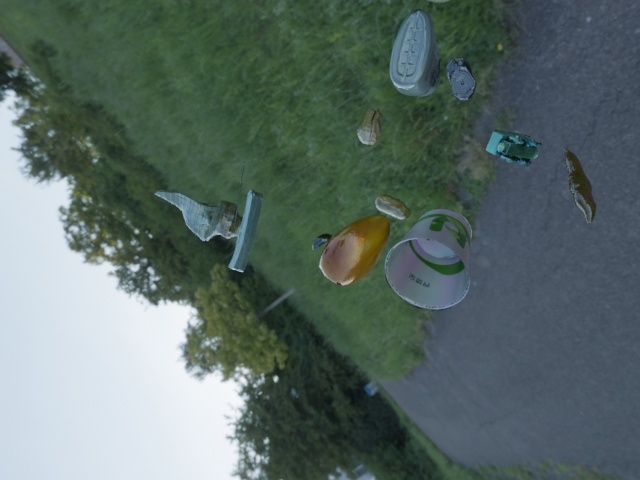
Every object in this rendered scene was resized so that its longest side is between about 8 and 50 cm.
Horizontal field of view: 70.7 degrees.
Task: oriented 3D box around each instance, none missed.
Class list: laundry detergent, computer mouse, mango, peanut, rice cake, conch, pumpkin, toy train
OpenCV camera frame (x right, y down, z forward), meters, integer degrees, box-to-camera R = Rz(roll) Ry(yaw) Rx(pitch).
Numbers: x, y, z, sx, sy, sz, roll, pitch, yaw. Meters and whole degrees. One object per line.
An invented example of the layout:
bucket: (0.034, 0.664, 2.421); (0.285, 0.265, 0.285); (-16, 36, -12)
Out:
laundry detergent: (0.370, -0.641, 1.647); (0.125, 0.263, 0.398); (12, -172, 22)
computer mouse: (0.630, -0.719, 2.014); (0.192, 0.106, 0.062); (68, -158, -9)
mango: (0.117, 0.021, 1.423); (0.187, 0.257, 0.138); (16, -148, -26)
peanut: (0.155, -0.352, 1.394); (0.080, 0.080, 0.174); (57, -146, -33)
rice cake: (-0.216, -0.029, 1.328); (0.045, 0.245, 0.042); (21, 166, -37)
conch: (-0.432, -0.082, 1.691); (0.203, 0.386, 0.169); (160, 118, -71)
pumpkin: (-0.001, -0.001, 1.514); (0.028, 0.083, 0.050); (46, -165, -14)
toy train: (0.813, -0.397, 1.907); (0.163, 0.203, 0.112); (-124, 45, -54)

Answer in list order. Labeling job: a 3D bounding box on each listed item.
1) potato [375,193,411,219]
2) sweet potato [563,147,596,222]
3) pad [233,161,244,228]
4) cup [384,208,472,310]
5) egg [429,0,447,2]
potato: (0.315, -0.146, 1.963); (0.171, 0.080, 0.107); (22, 161, -6)
sweet potato: (0.824, -0.180, 1.439); (0.067, 0.067, 0.273); (57, -153, -58)
pad: (-0.218, -0.123, 1.207); (0.112, 0.003, 0.157); (119, 157, -58)
cup: (0.359, 0.044, 1.418); (0.253, 0.253, 0.274); (57, -143, -12)
egg: (0.284, -0.711, 1.066); (0.219, 0.219, 0.269); (-124, 27, -69)
